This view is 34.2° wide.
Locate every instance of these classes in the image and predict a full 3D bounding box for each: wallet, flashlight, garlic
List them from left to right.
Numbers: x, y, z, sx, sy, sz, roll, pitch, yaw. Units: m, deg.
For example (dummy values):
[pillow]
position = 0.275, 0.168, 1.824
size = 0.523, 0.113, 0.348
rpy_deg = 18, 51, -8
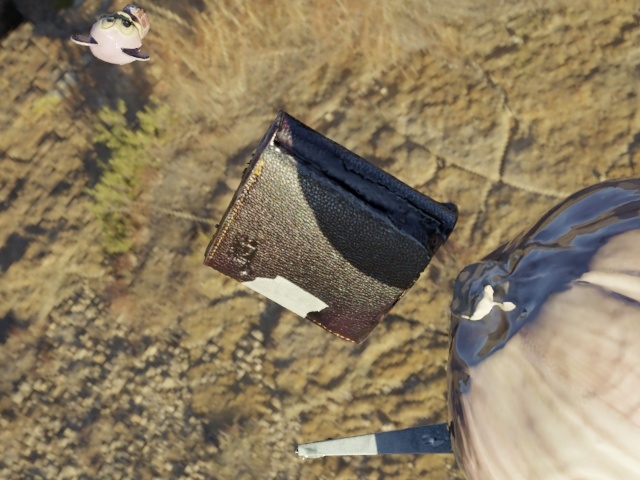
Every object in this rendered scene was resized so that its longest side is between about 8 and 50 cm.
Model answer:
[flashlight]
position = -0.133, -0.143, 0.704
size = 0.110, 0.052, 0.031
rpy_deg = -90, 16, -68
[wallet]
position = 0.000, 0.000, 1.142
size = 0.262, 0.221, 0.071
rpy_deg = -56, 9, 49
[garlic]
position = 0.223, 0.084, 0.777
size = 0.317, 0.259, 0.317
rpy_deg = -157, 90, -79

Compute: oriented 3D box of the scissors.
[scissors]
position = 0.147, 0.232, 1.222
size = 0.360, 0.029, 0.191
rpy_deg = -7, 70, 6
